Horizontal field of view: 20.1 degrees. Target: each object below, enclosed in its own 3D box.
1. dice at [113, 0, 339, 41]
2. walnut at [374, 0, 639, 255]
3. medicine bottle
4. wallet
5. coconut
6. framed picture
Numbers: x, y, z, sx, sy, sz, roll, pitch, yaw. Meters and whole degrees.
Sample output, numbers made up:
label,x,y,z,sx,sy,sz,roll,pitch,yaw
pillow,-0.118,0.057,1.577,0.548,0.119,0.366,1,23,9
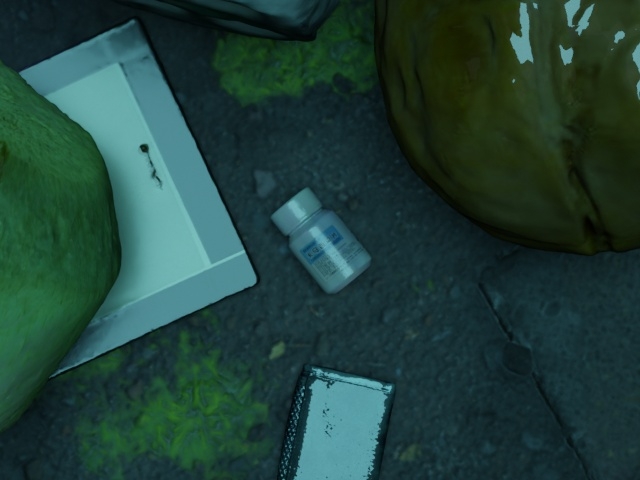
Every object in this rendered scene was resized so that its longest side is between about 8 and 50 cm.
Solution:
label,x,y,z,sx,sy,sz,roll,pitch,yaw
dice,-0.115,-0.353,1.421,0.328,0.330,0.348,17,96,7
walnut,0.221,-0.186,1.463,0.354,0.308,0.397,4,91,14
medicine bottle,0.000,0.000,1.573,0.052,0.052,0.089,-39,89,-3
wallet,0.012,0.178,1.581,0.088,0.026,0.129,11,89,2
coconut,-0.326,0.013,1.438,0.329,0.281,0.328,-5,122,-7
framed picture,-0.260,-0.009,1.582,0.347,0.016,0.265,-26,89,-2
